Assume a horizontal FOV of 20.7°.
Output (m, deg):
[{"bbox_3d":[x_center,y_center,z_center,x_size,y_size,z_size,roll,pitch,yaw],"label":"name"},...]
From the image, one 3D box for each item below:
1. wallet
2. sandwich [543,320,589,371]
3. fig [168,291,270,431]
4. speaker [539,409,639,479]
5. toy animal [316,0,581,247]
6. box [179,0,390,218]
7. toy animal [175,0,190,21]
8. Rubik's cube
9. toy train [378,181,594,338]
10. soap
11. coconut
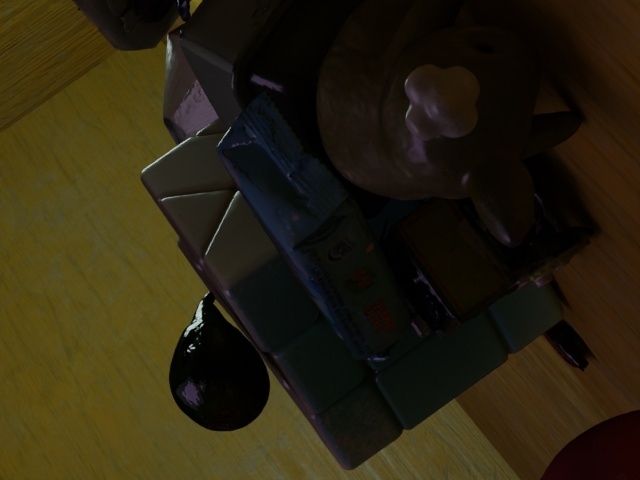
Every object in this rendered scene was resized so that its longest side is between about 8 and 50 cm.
[{"bbox_3d":[-0.216,-0.387,2.096,0.068,0.274,0.335,24,166,33],"label":"wallet"},{"bbox_3d":[0.292,0.121,2.095,0.069,0.026,0.101,50,179,-3],"label":"sandwich"},{"bbox_3d":[-0.120,0.129,1.931,0.117,0.117,0.177,59,-177,-44],"label":"fig"},{"bbox_3d":[0.319,0.285,1.534,0.294,0.294,0.294,54,175,6],"label":"speaker"},{"bbox_3d":[0.112,-0.110,1.382,0.181,0.180,0.363,48,170,-16],"label":"toy animal"},{"bbox_3d":[0.005,-0.167,1.700,0.166,0.220,0.290,26,162,28],"label":"box"},{"bbox_3d":[-0.105,-0.320,1.756,0.185,0.298,0.122,32,129,5],"label":"toy animal"},{"bbox_3d":[0.033,0.006,2.014,0.316,0.322,0.319,60,173,-35],"label":"Rubik's cube"},{"bbox_3d":[0.154,0.007,1.696,0.134,0.177,0.261,54,175,6],"label":"toy train"},{"bbox_3d":[0.000,0.000,1.620,0.156,0.077,0.293,52,176,35],"label":"soap"},{"bbox_3d":[-0.086,-0.198,2.187,0.239,0.244,0.239,53,176,5],"label":"coconut"}]
